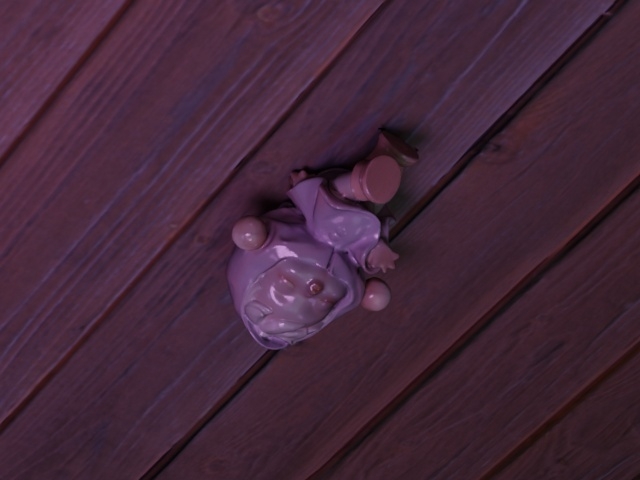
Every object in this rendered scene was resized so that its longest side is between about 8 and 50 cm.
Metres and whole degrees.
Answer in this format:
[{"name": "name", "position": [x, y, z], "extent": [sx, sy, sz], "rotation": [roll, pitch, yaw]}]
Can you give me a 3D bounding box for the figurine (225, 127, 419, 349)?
[{"name": "figurine", "position": [0.000, 0.000, 1.972], "extent": [0.200, 0.133, 0.276], "rotation": [27, 119, -26]}]
